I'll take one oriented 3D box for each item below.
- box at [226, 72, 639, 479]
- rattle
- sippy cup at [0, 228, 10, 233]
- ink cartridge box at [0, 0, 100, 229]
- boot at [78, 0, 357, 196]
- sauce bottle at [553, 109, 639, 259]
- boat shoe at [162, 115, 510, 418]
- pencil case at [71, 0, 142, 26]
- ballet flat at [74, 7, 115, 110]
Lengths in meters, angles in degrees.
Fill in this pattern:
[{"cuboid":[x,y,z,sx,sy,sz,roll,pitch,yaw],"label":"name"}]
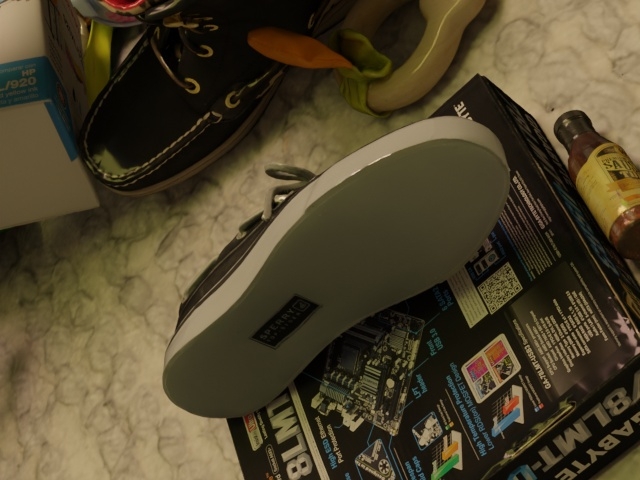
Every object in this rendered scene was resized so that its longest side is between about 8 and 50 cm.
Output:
[{"cuboid":[0.065,0.076,1.006,0.293,0.073,0.295,-44,39,18],"label":"box"},{"cuboid":[0.058,-0.203,1.169,0.200,0.143,0.130,-42,28,26],"label":"rattle"},{"cuboid":[-0.461,-0.014,1.557,0.224,0.240,0.305,-53,5,21],"label":"sippy cup"},{"cuboid":[-0.314,-0.151,1.395,0.168,0.171,0.232,-13,56,1],"label":"ink cartridge box"},{"cuboid":[-0.104,-0.187,1.210,0.377,0.284,0.138,-39,76,15],"label":"boot"},{"cuboid":[0.187,-0.041,0.980,0.042,0.042,0.128,-43,41,18],"label":"sauce bottle"},{"cuboid":[0.003,0.002,0.984,0.306,0.113,0.105,-47,30,38],"label":"boat shoe"},{"cuboid":[-0.219,-0.350,1.599,0.124,0.113,0.273,-13,48,1],"label":"pencil case"},{"cuboid":[-0.256,-0.213,1.575,0.077,0.077,0.231,-32,43,31],"label":"ballet flat"}]
